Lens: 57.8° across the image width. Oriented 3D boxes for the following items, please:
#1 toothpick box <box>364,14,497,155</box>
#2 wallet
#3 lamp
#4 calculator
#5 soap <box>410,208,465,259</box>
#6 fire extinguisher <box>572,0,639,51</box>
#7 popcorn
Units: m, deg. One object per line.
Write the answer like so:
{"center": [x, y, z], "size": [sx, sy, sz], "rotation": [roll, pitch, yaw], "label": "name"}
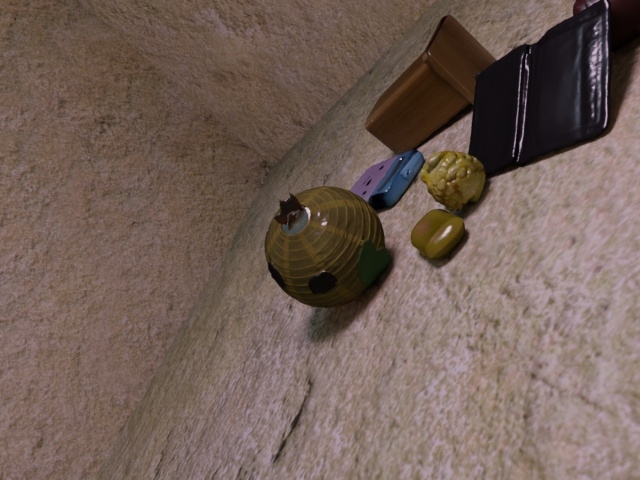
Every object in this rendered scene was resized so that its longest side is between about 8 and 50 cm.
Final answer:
{"center": [0.267, -0.370, 1.473], "size": [0.308, 0.190, 0.187], "rotation": [-37, 21, 52], "label": "toothpick box"}
{"center": [0.366, -0.248, 1.008], "size": [0.323, 0.041, 0.247], "rotation": [-18, 58, 62], "label": "wallet"}
{"center": [0.000, 0.000, 1.145], "size": [0.250, 0.284, 0.250], "rotation": [-15, 55, 23], "label": "lamp"}
{"center": [0.155, -0.143, 1.481], "size": [0.173, 0.051, 0.293], "rotation": [-54, 15, -18], "label": "calculator"}
{"center": [0.206, -0.012, 1.023], "size": [0.089, 0.045, 0.140], "rotation": [-53, 16, 6], "label": "soap"}
{"center": [0.521, -0.395, 0.924], "size": [0.337, 0.114, 0.135], "rotation": [-35, 49, 45], "label": "fire extinguisher"}
{"center": [0.237, -0.108, 1.045], "size": [0.121, 0.116, 0.106], "rotation": [-69, -19, -73], "label": "popcorn"}
